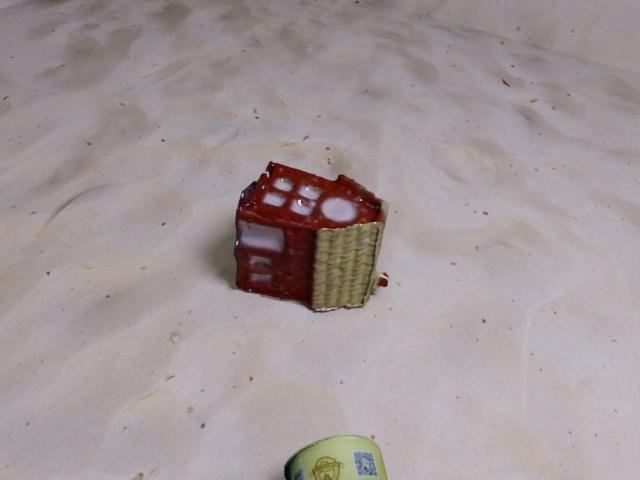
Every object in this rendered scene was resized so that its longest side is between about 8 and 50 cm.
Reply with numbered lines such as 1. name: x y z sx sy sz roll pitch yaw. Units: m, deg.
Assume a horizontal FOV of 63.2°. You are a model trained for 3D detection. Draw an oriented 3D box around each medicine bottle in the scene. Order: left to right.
1. medicine bottle: 0.036 0.346 0.563 0.124 0.124 0.239 -4 45 -11

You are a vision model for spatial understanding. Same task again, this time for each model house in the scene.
1. model house: 0.000 0.000 0.871 0.253 0.196 0.160 13 41 6
